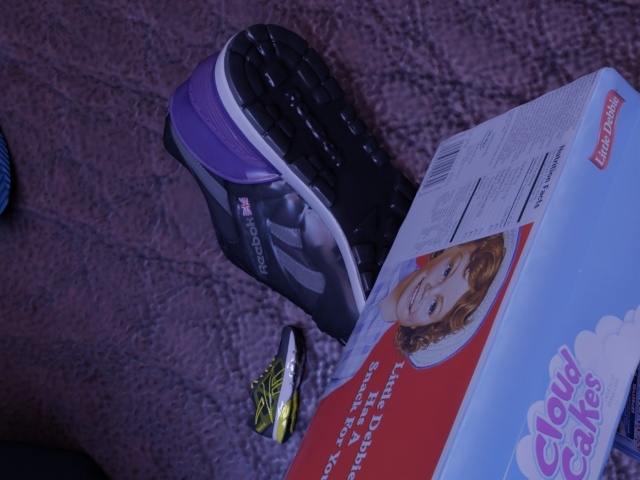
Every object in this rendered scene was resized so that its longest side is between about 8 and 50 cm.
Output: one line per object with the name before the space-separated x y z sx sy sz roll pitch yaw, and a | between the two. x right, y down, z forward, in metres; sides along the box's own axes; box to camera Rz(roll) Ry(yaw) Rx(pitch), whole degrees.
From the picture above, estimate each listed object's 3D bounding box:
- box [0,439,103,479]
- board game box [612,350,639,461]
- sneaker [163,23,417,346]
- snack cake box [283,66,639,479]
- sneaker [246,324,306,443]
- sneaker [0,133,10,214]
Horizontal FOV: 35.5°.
box | -0.319 0.318 0.602 0.395 0.293 0.212 -45 58 7
board game box | 0.233 0.091 0.559 0.194 0.194 0.060 3 89 14
sneaker | 0.000 0.000 0.681 0.124 0.107 0.283 -27 96 46
snack cake box | 0.095 0.048 0.552 0.089 0.152 0.264 37 63 -20
sneaker | -0.033 0.100 0.703 0.035 0.031 0.083 9 90 14
sneaker | -0.313 -0.090 0.754 0.092 0.087 0.229 -36 74 16
